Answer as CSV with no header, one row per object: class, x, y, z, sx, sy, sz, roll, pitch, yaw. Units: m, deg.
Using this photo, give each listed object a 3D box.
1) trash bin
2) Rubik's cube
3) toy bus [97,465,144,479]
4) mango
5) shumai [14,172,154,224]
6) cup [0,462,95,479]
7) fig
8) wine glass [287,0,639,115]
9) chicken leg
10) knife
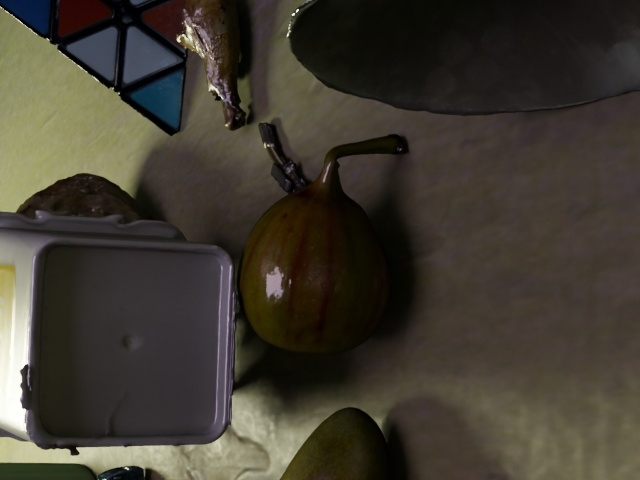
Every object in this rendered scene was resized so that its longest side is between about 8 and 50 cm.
trash bin,-0.203,0.091,1.026,0.368,0.296,0.255,175,99,-67
Rubik's cube,-0.322,-0.304,1.344,0.250,0.234,0.284,25,109,55
toy bus,-0.260,0.381,1.345,0.047,0.065,0.165,-10,80,57
mango,-0.003,0.281,0.922,0.133,0.111,0.267,-164,84,-68
shumai,-0.361,0.060,1.328,0.217,0.283,0.345,-41,52,50
cup,-0.503,0.470,1.409,0.401,0.392,0.310,31,114,54
fig,-0.001,0.010,0.908,0.142,0.148,0.186,-87,-1,-66
wine glass,0.112,-0.309,0.678,0.267,0.267,0.405,-12,74,56
chicken leg,-0.120,-0.209,1.188,0.093,0.070,0.178,-33,71,51
knife,-0.027,-0.054,1.064,0.045,0.021,0.222,-59,43,40
